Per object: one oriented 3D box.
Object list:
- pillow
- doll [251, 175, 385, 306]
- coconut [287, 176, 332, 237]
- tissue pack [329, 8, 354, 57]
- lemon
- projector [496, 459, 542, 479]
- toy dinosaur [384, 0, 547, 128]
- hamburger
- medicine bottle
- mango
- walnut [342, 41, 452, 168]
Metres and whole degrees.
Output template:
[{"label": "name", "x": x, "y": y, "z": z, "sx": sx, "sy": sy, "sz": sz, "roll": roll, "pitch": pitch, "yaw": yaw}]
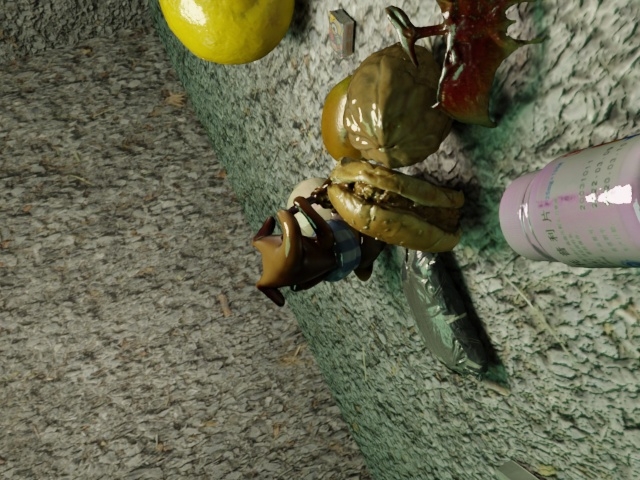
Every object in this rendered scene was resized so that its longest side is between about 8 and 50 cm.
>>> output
[{"label": "pillow", "x": 0.262, "y": 0.150, "z": 1.285, "sx": 0.334, "sy": 0.093, "sz": 0.161, "roll": 67, "pitch": 157, "yaw": 2}, {"label": "doll", "x": -0.003, "y": -0.002, "z": 1.473, "sx": 0.209, "sy": 0.340, "sz": 0.317, "roll": 47, "pitch": 143, "yaw": 48}, {"label": "coconut", "x": -0.004, "y": -0.079, "z": 1.654, "sx": 0.170, "sy": 0.171, "sz": 0.182, "roll": 87, "pitch": 160, "yaw": -48}, {"label": "tissue pack", "x": 0.045, "y": -0.447, "z": 1.273, "sx": 0.063, "sy": 0.035, "sz": 0.083, "roll": 55, "pitch": 161, "yaw": 32}, {"label": "lemon", "x": -0.223, "y": -0.587, "z": 1.415, "sx": 0.348, "sy": 0.348, "sz": 0.347, "roll": 55, "pitch": 159, "yaw": 33}, {"label": "projector", "x": 0.457, "y": 0.563, "z": 1.278, "sx": 0.147, "sy": 0.061, "sz": 0.115, "roll": 24, "pitch": 136, "yaw": 65}, {"label": "toy dinosaur", "x": 0.217, "y": -0.302, "z": 0.838, "sx": 0.207, "sy": 0.113, "sz": 0.327, "roll": -24, "pitch": 112, "yaw": 37}, {"label": "hamburger", "x": 0.138, "y": -0.067, "z": 1.138, "sx": 0.283, "sy": 0.260, "sz": 0.144, "roll": -115, "pitch": 41, "yaw": -76}, {"label": "medicine bottle", "x": 0.343, "y": -0.040, "z": 0.714, "sx": 0.151, "sy": 0.152, "sz": 0.254, "roll": 68, "pitch": 162, "yaw": -3}, {"label": "mango", "x": 0.069, "y": -0.267, "z": 1.294, "sx": 0.151, "sy": 0.121, "sz": 0.221, "roll": 48, "pitch": 148, "yaw": 39}, {"label": "walnut", "x": 0.133, "y": -0.226, "z": 0.997, "sx": 0.244, "sy": 0.198, "sz": 0.198, "roll": -76, "pitch": -14, "yaw": -44}]
